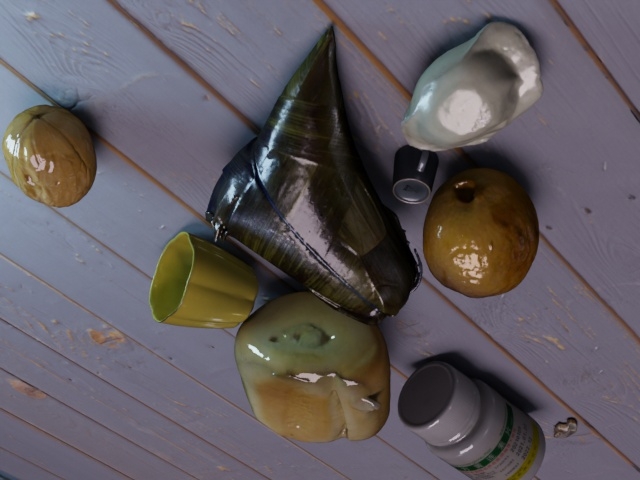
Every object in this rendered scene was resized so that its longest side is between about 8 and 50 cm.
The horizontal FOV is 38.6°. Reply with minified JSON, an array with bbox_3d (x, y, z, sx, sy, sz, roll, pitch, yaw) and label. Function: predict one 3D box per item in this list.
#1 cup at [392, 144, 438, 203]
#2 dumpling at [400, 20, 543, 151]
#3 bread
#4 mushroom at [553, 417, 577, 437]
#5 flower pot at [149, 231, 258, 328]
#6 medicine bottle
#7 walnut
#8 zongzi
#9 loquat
[{"bbox_3d":[0.166,-0.120,1.584,0.078,0.077,0.100,15,143,-4],"label":"cup"},{"bbox_3d":[0.229,-0.217,1.399,0.162,0.132,0.250,36,123,-15],"label":"dumpling"},{"bbox_3d":[-0.008,0.281,2.021,0.348,0.253,0.376,7,143,12],"label":"bread"},{"bbox_3d":[0.614,0.474,2.291,0.049,0.019,0.101,15,143,-2],"label":"mushroom"},{"bbox_3d":[-0.238,0.099,1.917,0.179,0.195,0.195,20,144,-30],"label":"flower pot"},{"bbox_3d":[0.355,0.440,2.164,0.208,0.208,0.340,-25,130,39],"label":"medicine bottle"},{"bbox_3d":[-0.491,-0.156,1.664,0.165,0.165,0.197,7,135,7],"label":"walnut"},{"bbox_3d":[0.055,-0.089,1.533,0.403,0.208,0.432,36,127,-2],"label":"zongzi"},{"bbox_3d":[0.277,-0.010,1.578,0.193,0.238,0.238,2,142,18],"label":"loquat"}]
